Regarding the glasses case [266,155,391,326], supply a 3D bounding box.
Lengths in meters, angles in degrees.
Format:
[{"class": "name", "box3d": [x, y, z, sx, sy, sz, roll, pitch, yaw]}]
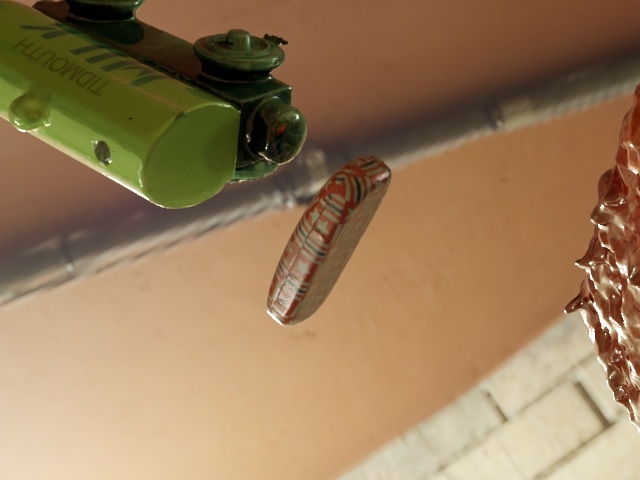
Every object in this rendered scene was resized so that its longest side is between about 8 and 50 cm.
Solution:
[{"class": "glasses case", "box3d": [0.000, 0.000, 1.552, 0.073, 0.049, 0.194, -25, -29, -51]}]

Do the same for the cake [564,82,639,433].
[{"class": "cake", "box3d": [0.327, 0.058, 0.869, 0.270, 0.319, 0.269, -22, -30, -12]}]

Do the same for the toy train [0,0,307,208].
[{"class": "toy train", "box3d": [-0.135, -0.098, 1.081, 0.157, 0.253, 0.105, -21, -52, -43]}]
